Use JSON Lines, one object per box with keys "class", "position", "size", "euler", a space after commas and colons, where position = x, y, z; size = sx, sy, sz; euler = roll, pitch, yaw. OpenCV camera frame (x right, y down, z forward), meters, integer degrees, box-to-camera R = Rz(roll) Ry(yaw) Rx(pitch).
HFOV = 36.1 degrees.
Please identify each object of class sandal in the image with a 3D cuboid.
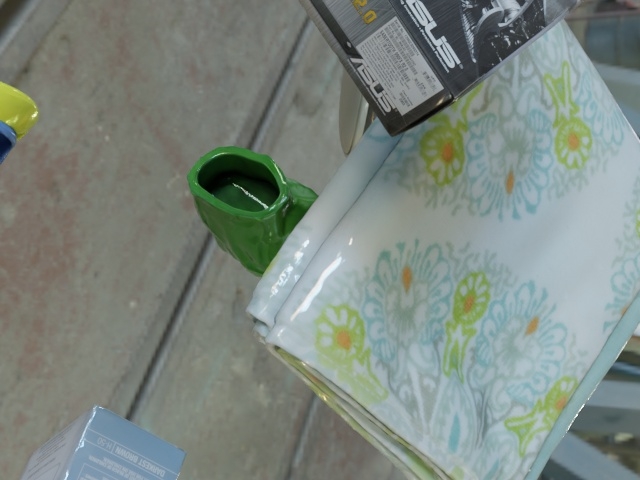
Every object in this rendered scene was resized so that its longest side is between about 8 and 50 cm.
{"class": "sandal", "position": [-0.449, -0.088, 1.148], "size": [0.126, 0.317, 0.138], "euler": [29, 63, -28]}

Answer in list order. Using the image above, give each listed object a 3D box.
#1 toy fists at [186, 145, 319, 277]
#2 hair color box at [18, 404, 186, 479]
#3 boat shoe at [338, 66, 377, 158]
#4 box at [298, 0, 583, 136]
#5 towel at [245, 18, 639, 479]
{"class": "toy fists", "position": [0.000, 0.000, 0.966], "size": [0.096, 0.279, 0.142], "euler": [-59, 158, -27]}
{"class": "hair color box", "position": [-0.270, 0.360, 0.916], "size": [0.113, 0.185, 0.374], "euler": [33, 49, -18]}
{"class": "boat shoe", "position": [0.088, -0.236, 1.057], "size": [0.112, 0.095, 0.335], "euler": [-110, -156, -57]}
{"class": "box", "position": [0.042, -0.198, 0.572], "size": [0.183, 0.056, 0.231], "euler": [-38, 96, -41]}
{"class": "towel", "position": [0.142, 0.019, 0.802], "size": [0.320, 0.090, 0.374], "euler": [47, 69, -35]}
